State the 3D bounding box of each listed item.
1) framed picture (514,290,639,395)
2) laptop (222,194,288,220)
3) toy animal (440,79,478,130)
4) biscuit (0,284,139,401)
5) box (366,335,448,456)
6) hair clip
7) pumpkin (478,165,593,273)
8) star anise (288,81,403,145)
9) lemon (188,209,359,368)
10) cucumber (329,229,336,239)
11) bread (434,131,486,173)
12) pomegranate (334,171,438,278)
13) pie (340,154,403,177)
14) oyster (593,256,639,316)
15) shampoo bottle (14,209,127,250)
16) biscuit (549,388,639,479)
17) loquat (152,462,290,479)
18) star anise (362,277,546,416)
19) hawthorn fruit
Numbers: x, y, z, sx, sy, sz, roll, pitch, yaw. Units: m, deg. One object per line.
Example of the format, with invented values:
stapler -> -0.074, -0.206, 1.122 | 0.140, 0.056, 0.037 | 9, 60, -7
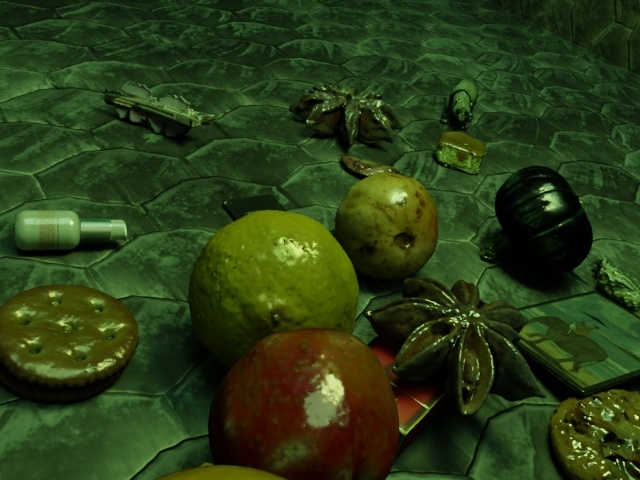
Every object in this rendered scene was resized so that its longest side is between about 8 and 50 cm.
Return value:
framed picture -> 0.525, 0.188, 1.388 | 0.347, 0.016, 0.265 | -7, 28, -30
laptop -> -0.117, -0.043, 1.524 | 0.129, 0.016, 0.180 | -11, 42, -32
toy animal -> 0.439, -0.423, 2.213 | 0.094, 0.121, 0.225 | 21, 35, 9
biscuit -> -0.390, 0.151, 1.083 | 0.221, 0.066, 0.220 | 13, 34, -9
box -> 0.128, 0.229, 1.158 | 0.153, 0.074, 0.240 | 36, 38, 21
hair clip -> -0.403, -0.317, 1.743 | 0.292, 0.106, 0.084 | 18, 20, 12
pumpkin -> 0.462, -0.030, 1.570 | 0.248, 0.248, 0.248 | 10, 33, -7
star anise -> 0.076, -0.359, 1.981 | 0.332, 0.117, 0.331 | 6, 30, -4
lemon -> -0.072, 0.085, 1.115 | 0.293, 0.293, 0.293 | 10, 33, -7
cucumber -> 0.000, 0.000, 1.487 | 0.155, 0.037, 0.037 | -11, 41, -33
bread -> 0.390, -0.248, 1.979 | 0.140, 0.069, 0.128 | 18, 32, 4
pomegranate -> 0.134, -0.030, 1.436 | 0.215, 0.215, 0.215 | 10, 33, -7
pie -> 0.131, -0.181, 1.810 | 0.170, 0.034, 0.092 | 14, 29, -3
oyster -> 0.666, 0.099, 1.579 | 0.125, 0.064, 0.177 | 27, 21, -8
shampoo bottle -> -0.456, -0.020, 1.303 | 0.192, 0.074, 0.074 | -2, 36, -23
biscuit -> 0.538, 0.345, 1.139 | 0.334, 0.081, 0.289 | 4, 33, -13
loquat -> -0.098, 0.369, 0.646 | 0.329, 0.328, 0.328 | 10, 33, -7
star anise -> 0.234, 0.158, 1.156 | 0.315, 0.108, 0.315 | 14, 30, -8
hawthorn fruit -> -0.007, 0.266, 0.899 | 0.254, 0.254, 0.300 | -3, 40, -25
